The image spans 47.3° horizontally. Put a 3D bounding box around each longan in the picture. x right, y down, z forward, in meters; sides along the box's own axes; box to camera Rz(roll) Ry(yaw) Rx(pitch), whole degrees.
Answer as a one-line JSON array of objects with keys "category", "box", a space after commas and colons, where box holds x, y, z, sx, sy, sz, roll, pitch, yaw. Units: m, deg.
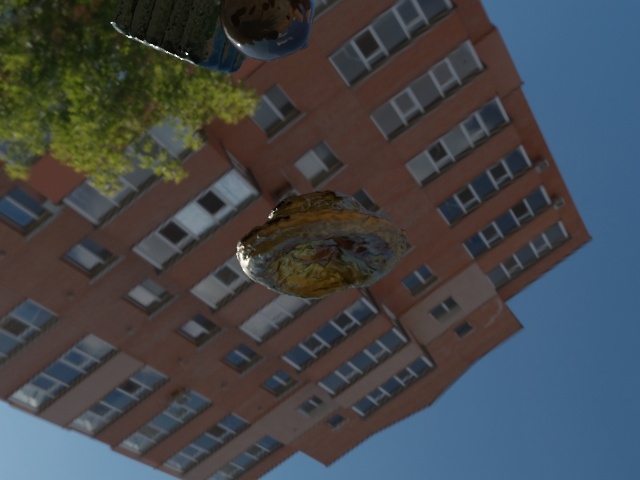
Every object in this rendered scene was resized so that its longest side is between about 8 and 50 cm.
[{"category": "longan", "box": [-0.093, -0.402, 1.313, 0.189, 0.189, 0.189, -18, -129, 24]}]

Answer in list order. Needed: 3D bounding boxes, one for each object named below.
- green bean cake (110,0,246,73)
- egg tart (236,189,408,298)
[{"category": "green bean cake", "box": [-0.275, -0.495, 1.690, 0.300, 0.308, 0.169, 26, -78, 25]}, {"category": "egg tart", "box": [0.000, 0.000, 1.025, 0.241, 0.241, 0.106, -19, -120, 23]}]
